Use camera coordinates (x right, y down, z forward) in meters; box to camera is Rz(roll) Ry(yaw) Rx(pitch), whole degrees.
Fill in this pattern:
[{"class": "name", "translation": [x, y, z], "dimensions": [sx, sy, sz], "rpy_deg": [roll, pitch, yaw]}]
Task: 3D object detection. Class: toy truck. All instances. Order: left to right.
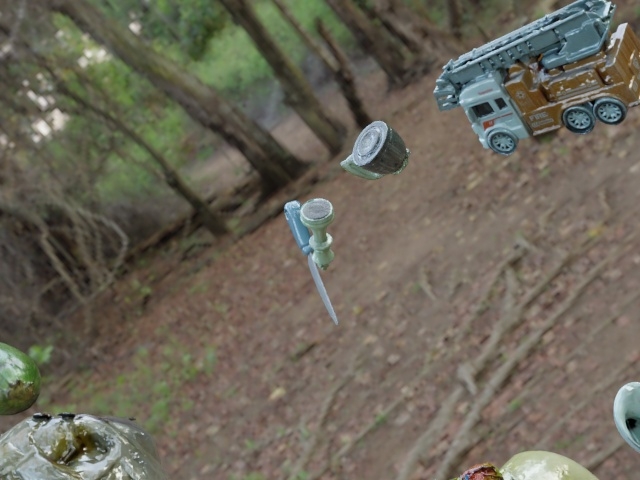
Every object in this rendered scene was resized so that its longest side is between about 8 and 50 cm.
[{"class": "toy truck", "translation": [0.347, -0.265, 1.879], "dimensions": [0.338, 0.184, 0.133], "rpy_deg": [-14, 36, 40]}]

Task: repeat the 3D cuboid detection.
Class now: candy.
[{"class": "candy", "translation": [0.160, 0.343, 1.617], "dimensions": [0.201, 0.060, 0.060], "rpy_deg": [-1, -2, -14]}]

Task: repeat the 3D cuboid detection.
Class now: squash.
[{"class": "squash", "translation": [-0.342, 0.142, 1.220], "dimensions": [0.068, 0.077, 0.219], "rpy_deg": [-62, 18, -14]}]

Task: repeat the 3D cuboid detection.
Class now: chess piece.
[{"class": "chess piece", "translation": [0.000, 0.000, 2.003], "dimensions": [0.059, 0.059, 0.149], "rpy_deg": [-46, -34, -34]}]

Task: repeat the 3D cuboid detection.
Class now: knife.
[{"class": "knife", "translation": [-0.014, 0.043, 2.128], "dimensions": [0.032, 0.244, 0.058], "rpy_deg": [-18, -7, -18]}]

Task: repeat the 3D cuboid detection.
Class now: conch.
[{"class": "conch", "translation": [0.688, 0.382, 2.359], "dimensions": [0.121, 0.221, 0.185], "rpy_deg": [-67, -4, 31]}]

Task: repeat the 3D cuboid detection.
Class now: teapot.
[{"class": "teapot", "translation": [0.110, -0.160, 2.144], "dimensions": [0.124, 0.091, 0.092], "rpy_deg": [4, 68, 57]}]

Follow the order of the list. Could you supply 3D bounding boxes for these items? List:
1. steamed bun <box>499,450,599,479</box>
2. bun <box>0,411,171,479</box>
[{"class": "steamed bun", "translation": [0.399, 0.488, 1.952], "dimensions": [0.232, 0.273, 0.166], "rpy_deg": [-28, -20, -52]}, {"class": "bun", "translation": [-0.312, 0.319, 1.472], "dimensions": [0.281, 0.281, 0.205], "rpy_deg": [-59, -11, -66]}]
